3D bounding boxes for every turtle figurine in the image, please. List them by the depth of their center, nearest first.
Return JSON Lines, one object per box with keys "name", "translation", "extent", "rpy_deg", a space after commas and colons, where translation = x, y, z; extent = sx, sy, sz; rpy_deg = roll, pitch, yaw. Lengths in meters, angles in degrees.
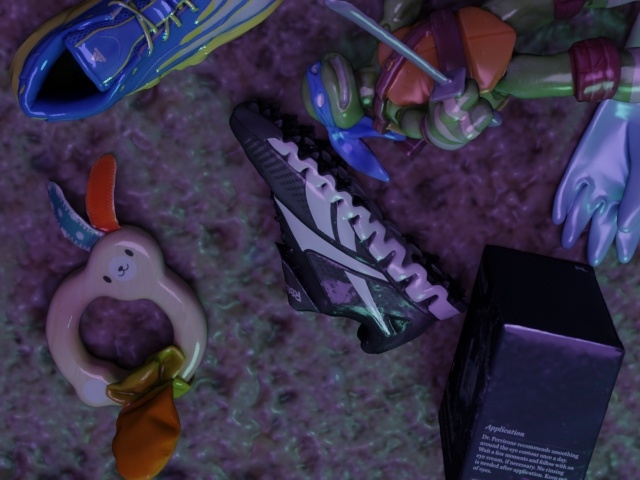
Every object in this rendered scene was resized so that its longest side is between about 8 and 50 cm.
{"name": "turtle figurine", "translation": [0.116, -0.159, 1.085], "extent": [0.266, 0.198, 0.275], "rpy_deg": [-9, 120, -4]}

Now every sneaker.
{"name": "sneaker", "translation": [-0.112, -0.147, 1.127], "extent": [0.240, 0.126, 0.091], "rpy_deg": [-33, 108, 12]}
{"name": "sneaker", "translation": [0.000, 0.000, 1.211], "extent": [0.106, 0.078, 0.234], "rpy_deg": [-41, 108, 11]}

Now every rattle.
{"name": "rattle", "translation": [-0.160, 0.056, 1.204], "extent": [0.130, 0.143, 0.200], "rpy_deg": [5, 119, 17]}

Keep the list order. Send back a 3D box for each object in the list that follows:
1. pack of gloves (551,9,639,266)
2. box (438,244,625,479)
{"name": "pack of gloves", "translation": [0.294, -0.058, 1.209], "extent": [0.195, 0.046, 0.232], "rpy_deg": [20, 110, -7]}
{"name": "box", "translation": [0.152, 0.109, 1.213], "extent": [0.093, 0.156, 0.158], "rpy_deg": [12, 110, -4]}
